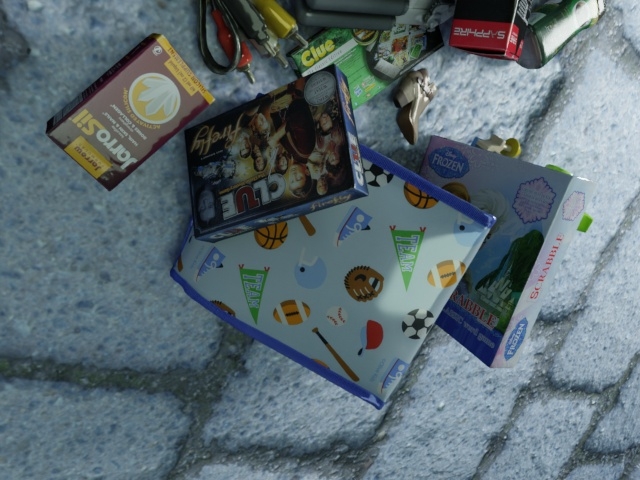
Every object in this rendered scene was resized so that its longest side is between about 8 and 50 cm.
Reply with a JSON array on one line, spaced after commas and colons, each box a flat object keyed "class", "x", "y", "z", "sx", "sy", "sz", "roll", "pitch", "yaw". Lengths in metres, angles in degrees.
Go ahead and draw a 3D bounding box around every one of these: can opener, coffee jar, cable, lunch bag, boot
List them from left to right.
[{"class": "cable", "x": -0.145, "y": -0.347, "z": 0.636, "sx": 0.139, "sy": 0.072, "sz": 0.287, "roll": -32, "pitch": 112, "yaw": 8}, {"class": "lunch bag", "x": 0.000, "y": 0.000, "z": 0.732, "sx": 0.385, "sy": 0.239, "sz": 0.328, "roll": 27, "pitch": 98, "yaw": -1}, {"class": "can opener", "x": 0.093, "y": -0.363, "z": 0.708, "sx": 0.280, "sy": 0.074, "sz": 0.093, "roll": -13, "pitch": 82, "yaw": -24}, {"class": "boot", "x": 0.176, "y": -0.243, "z": 0.848, "sx": 0.087, "sy": 0.042, "sz": 0.118, "roll": -42, "pitch": 132, "yaw": -15}, {"class": "coffee jar", "x": 0.448, "y": -0.415, "z": 0.890, "sx": 0.184, "sy": 0.079, "sz": 0.096, "roll": -39, "pitch": 122, "yaw": -7}]

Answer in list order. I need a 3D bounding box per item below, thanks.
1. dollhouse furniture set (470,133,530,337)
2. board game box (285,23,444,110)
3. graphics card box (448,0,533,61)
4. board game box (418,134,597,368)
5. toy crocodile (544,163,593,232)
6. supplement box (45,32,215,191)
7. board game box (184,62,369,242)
[{"class": "dollhouse furniture set", "x": 0.383, "y": -0.010, "z": 0.913, "sx": 0.198, "sy": 0.286, "sz": 0.304, "roll": 10, "pitch": 118, "yaw": -31}, {"class": "board game box", "x": 0.081, "y": -0.312, "z": 0.771, "sx": 0.259, "sy": 0.030, "sz": 0.136, "roll": -37, "pitch": 126, "yaw": -9}, {"class": "graphics card box", "x": 0.291, "y": -0.471, "z": 0.704, "sx": 0.232, "sy": 0.094, "sz": 0.371, "roll": -33, "pitch": 135, "yaw": -58}, {"class": "board game box", "x": 0.265, "y": 0.001, "z": 0.836, "sx": 0.065, "sy": 0.318, "sz": 0.318, "roll": 7, "pitch": 107, "yaw": -30}, {"class": "toy crocodile", "x": 0.526, "y": -0.075, "z": 1.040, "sx": 0.340, "sy": 0.105, "sz": 0.115, "roll": 21, "pitch": 101, "yaw": -55}, {"class": "supplement box", "x": -0.250, "y": -0.171, "z": 0.625, "sx": 0.188, "sy": 0.081, "sz": 0.104, "roll": -43, "pitch": 125, "yaw": -4}, {"class": "board game box", "x": -0.068, "y": -0.105, "z": 0.618, "sx": 0.042, "sy": 0.243, "sz": 0.165, "roll": 16, "pitch": 61, "yaw": -61}]
